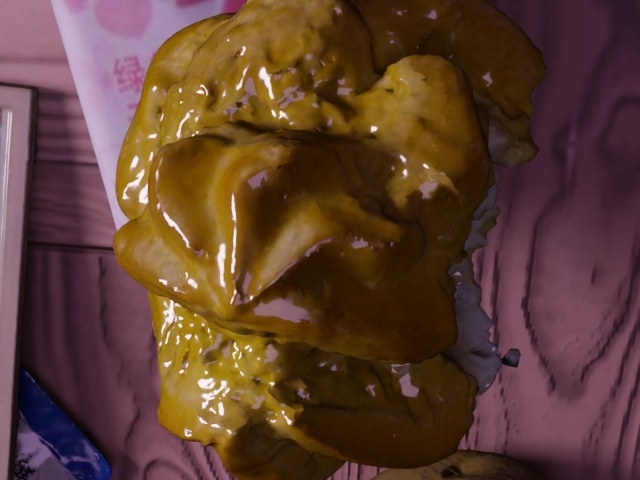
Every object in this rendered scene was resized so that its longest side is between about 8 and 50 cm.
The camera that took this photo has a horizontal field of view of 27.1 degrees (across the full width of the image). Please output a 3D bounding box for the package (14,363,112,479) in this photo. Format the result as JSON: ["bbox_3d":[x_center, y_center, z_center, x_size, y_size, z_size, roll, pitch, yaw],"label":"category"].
[{"bbox_3d":[-0.241,0.122,0.805,0.173,0.027,0.171,-34,106,17],"label":"package"}]

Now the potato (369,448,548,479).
[{"bbox_3d":[0.051,0.208,0.764,0.194,0.157,0.157,-25,109,28],"label":"potato"}]

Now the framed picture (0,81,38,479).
[{"bbox_3d":[-0.257,0.025,0.751,0.184,0.016,0.250,8,105,1],"label":"framed picture"}]

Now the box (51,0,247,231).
[{"bbox_3d":[-0.044,-0.172,0.618,0.190,0.112,0.369,-10,111,10],"label":"box"}]

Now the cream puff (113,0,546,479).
[{"bbox_3d":[-0.006,-0.001,0.543,0.195,0.194,0.221,3,112,4],"label":"cream puff"}]
